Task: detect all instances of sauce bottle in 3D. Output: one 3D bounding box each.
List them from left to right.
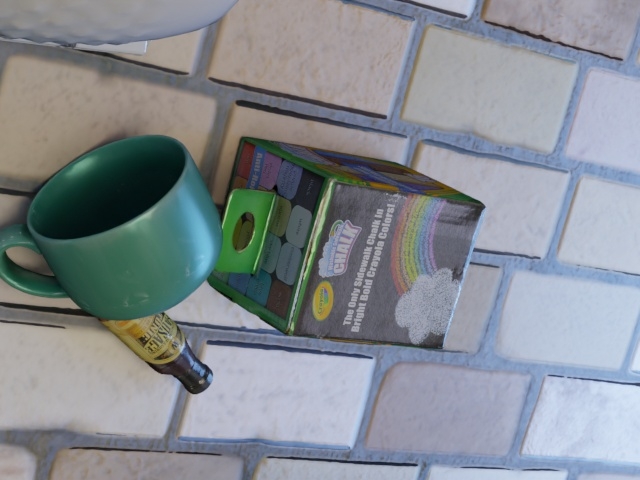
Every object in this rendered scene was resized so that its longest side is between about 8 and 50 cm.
[{"bbox_3d":[-0.131,0.078,1.308,0.042,0.042,0.128,-51,129,-9],"label":"sauce bottle"}]

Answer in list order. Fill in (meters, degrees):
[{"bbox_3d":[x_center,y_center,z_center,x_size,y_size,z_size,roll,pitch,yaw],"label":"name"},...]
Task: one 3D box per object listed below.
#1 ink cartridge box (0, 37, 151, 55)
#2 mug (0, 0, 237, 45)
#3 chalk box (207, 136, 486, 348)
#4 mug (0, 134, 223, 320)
[{"bbox_3d":[-0.191,-0.195,1.151,0.151,0.063,0.109,2,105,-36],"label":"ink cartridge box"},{"bbox_3d":[-0.186,-0.294,0.973,0.328,0.374,0.276,18,139,-21],"label":"mug"},{"bbox_3d":[0.000,0.000,1.318,0.213,0.132,0.132,9,102,-36],"label":"chalk box"},{"bbox_3d":[-0.149,-0.003,1.224,0.129,0.158,0.097,-55,133,-38],"label":"mug"}]
